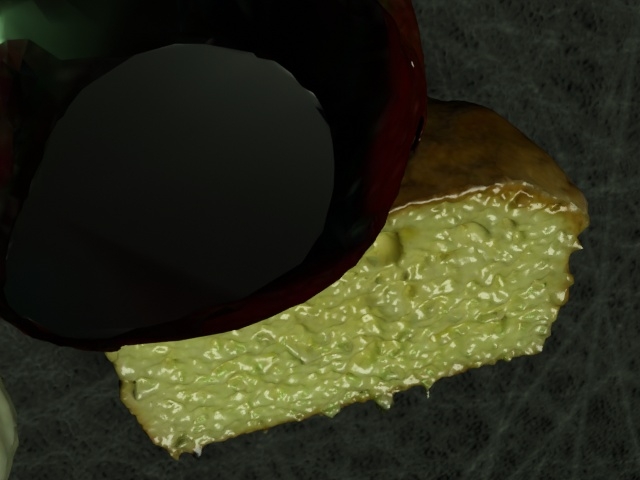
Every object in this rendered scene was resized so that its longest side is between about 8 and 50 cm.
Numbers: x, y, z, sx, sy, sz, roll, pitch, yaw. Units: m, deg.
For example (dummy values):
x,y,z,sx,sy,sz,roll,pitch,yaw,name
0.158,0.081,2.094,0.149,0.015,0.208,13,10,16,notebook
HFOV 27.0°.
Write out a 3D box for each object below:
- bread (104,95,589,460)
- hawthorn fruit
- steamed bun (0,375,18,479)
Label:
x,y,z,sx,sy,sz,roll,pitch,yaw,name
0.000,0.000,0.927,0.340,0.179,0.194,-16,130,-4,bread
-0.089,-0.081,0.694,0.316,0.316,0.316,-15,123,-24,hawthorn fruit
-0.350,0.108,0.718,0.342,0.255,0.368,-35,94,-21,steamed bun
